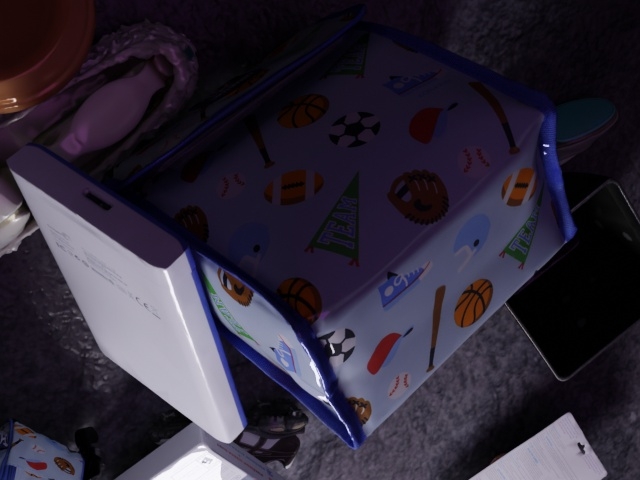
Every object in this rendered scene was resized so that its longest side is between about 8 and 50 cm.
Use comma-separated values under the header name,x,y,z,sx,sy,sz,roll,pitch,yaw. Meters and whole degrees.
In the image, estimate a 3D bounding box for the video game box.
name,x,y,z,sx,sy,sz,roll,pitch,yaw
video game box,-0.155,0.321,1.239,0.205,0.048,0.187,-37,123,14

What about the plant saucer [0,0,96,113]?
name,x,y,z,sx,sy,sz,roll,pitch,yaw
plant saucer,-0.321,-0.224,1.014,0.200,0.037,0.199,0,84,-4

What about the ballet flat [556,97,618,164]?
name,x,y,z,sx,sy,sz,roll,pitch,yaw
ballet flat,0.276,-0.116,1.314,0.213,0.072,0.068,-23,140,-12

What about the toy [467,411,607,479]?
name,x,y,z,sx,sy,sz,roll,pitch,yaw
toy,0.264,0.337,1.445,0.237,0.056,0.137,-36,119,-2

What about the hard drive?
name,x,y,z,sx,sy,sz,roll,pitch,yaw
hard drive,-0.182,0.062,1.035,0.040,0.210,0.318,-46,150,-25

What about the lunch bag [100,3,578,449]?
name,x,y,z,sx,sy,sz,roll,pitch,yaw
lunch bag,-0.006,-0.054,1.027,0.328,0.385,0.239,-39,138,-17

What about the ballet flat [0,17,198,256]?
name,x,y,z,sx,sy,sz,roll,pitch,yaw
ballet flat,-0.294,-0.087,1.061,0.409,0.147,0.147,-40,115,-5

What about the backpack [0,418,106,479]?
name,x,y,z,sx,sy,sz,roll,pitch,yaw
backpack,-0.359,0.331,1.090,0.213,0.263,0.276,29,95,-25

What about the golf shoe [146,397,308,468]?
name,x,y,z,sx,sy,sz,roll,pitch,yaw
golf shoe,-0.111,0.248,1.263,0.198,0.077,0.093,1,106,-20

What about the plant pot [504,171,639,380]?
name,x,y,z,sx,sy,sz,roll,pitch,yaw
plant pot,0.290,0.022,1.291,0.188,0.167,0.187,-38,116,0
